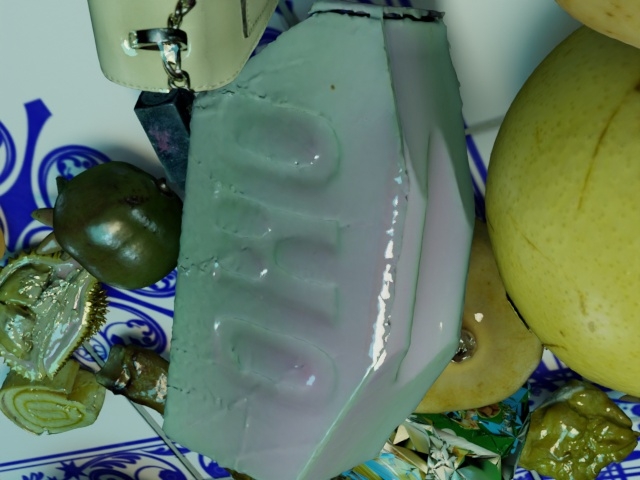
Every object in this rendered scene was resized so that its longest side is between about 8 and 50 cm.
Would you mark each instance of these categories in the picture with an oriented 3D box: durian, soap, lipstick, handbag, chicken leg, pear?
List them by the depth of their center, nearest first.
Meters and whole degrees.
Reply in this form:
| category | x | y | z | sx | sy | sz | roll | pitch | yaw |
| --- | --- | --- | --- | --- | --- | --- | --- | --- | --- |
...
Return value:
| category | x | y | z | sx | sy | sz | roll | pitch | yaw |
| --- | --- | --- | --- | --- | --- | --- | --- | --- | --- |
| handbag | -0.113 | -0.320 | 0.795 | 0.160 | 0.236 | 0.358 | 5 | 133 | 6 |
| pear | 0.306 | -0.034 | 0.901 | 0.348 | 0.348 | 0.348 | 7 | 133 | 7 |
| soap | 0.000 | 0.000 | 0.988 | 0.261 | 0.156 | 0.446 | 17 | 106 | 34 |
| lipstick | -0.120 | -0.041 | 1.186 | 0.051 | 0.051 | 0.312 | -8 | 131 | 17 |
| durian | -0.330 | 0.068 | 1.316 | 0.208 | 0.102 | 0.146 | -43 | 96 | 12 |
| chicken leg | -0.105 | 0.239 | 1.384 | 0.361 | 0.140 | 0.211 | 33 | 139 | -22 |

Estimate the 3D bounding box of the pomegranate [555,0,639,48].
| category | x | y | z | sx | sy | sz | roll | pitch | yaw |
| --- | --- | --- | --- | --- | --- | --- | --- | --- | --- |
| pomegranate | 0.274 | -0.275 | 0.627 | 0.410 | 0.410 | 0.410 | 7 | 133 | 7 |

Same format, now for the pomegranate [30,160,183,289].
| category | x | y | z | sx | sy | sz | roll | pitch | yaw |
| --- | --- | --- | --- | --- | --- | --- | --- | --- | --- |
| pomegranate | -0.241 | -0.018 | 1.195 | 0.191 | 0.131 | 0.152 | -3 | 142 | 46 |

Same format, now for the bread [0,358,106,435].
| category | x | y | z | sx | sy | sz | roll | pitch | yaw |
| --- | --- | --- | --- | --- | --- | --- | --- | --- | --- |
| bread | -0.373 | 0.217 | 1.476 | 0.156 | 0.064 | 0.117 | -10 | 134 | 20 |

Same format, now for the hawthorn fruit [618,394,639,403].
| category | x | y | z | sx | sy | sz | roll | pitch | yaw |
| --- | --- | --- | --- | --- | --- | --- | --- | --- | --- |
| hawthorn fruit | 0.470 | 0.193 | 1.199 | 0.251 | 0.189 | 0.189 | 14 | 137 | 26 |

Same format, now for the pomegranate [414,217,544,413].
| category | x | y | z | sx | sy | sz | roll | pitch | yaw |
| --- | --- | --- | --- | --- | --- | --- | --- | --- | --- |
| pomegranate | 0.134 | 0.075 | 1.131 | 0.233 | 0.233 | 0.233 | 7 | 133 | 7 |

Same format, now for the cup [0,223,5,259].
| category | x | y | z | sx | sy | sz | roll | pitch | yaw |
| --- | --- | --- | --- | --- | --- | --- | --- | --- | --- |
| cup | -0.501 | -0.027 | 1.227 | 0.226 | 0.182 | 0.264 | -19 | 126 | -14 |

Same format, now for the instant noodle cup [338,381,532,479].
| category | x | y | z | sx | sy | sz | roll | pitch | yaw |
| --- | --- | --- | --- | --- | --- | --- | --- | --- | --- |
| instant noodle cup | 0.131 | 0.242 | 1.288 | 0.178 | 0.240 | 0.240 | 26 | 133 | 2 |

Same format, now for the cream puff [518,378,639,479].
| category | x | y | z | sx | sy | sz | roll | pitch | yaw |
| --- | --- | --- | --- | --- | --- | --- | --- | --- | --- |
| cream puff | 0.310 | 0.243 | 1.282 | 0.116 | 0.146 | 0.146 | 43 | 137 | 20 |
